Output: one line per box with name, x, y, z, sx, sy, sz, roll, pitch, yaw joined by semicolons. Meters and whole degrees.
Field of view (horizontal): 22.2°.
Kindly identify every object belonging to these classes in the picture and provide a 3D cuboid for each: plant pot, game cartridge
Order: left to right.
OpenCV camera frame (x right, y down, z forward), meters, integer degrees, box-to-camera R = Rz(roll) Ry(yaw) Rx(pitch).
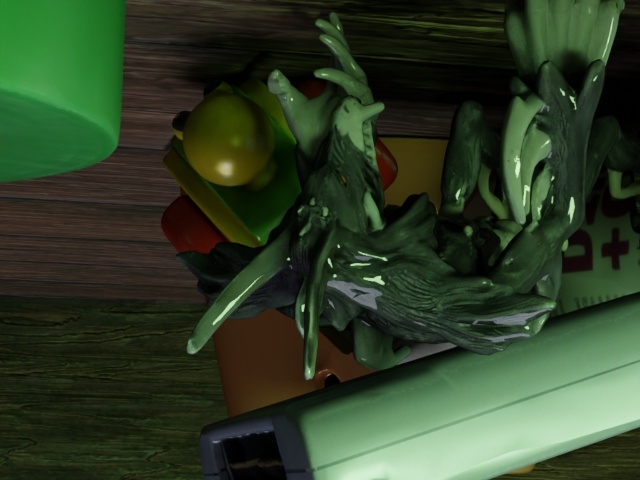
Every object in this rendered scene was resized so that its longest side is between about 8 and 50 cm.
plant pot;0.048;0.052;1.100;0.291;0.203;0.291;1;173;0
game cartridge;0.057;0.076;0.744;0.196;0.060;0.294;-12;174;-14

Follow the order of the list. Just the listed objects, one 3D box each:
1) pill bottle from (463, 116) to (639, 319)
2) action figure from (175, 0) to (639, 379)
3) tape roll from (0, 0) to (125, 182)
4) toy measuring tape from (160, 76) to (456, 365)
pill bottle;0.195;0.011;0.856;0.160;0.160;0.283;5;173;-26
action figure;0.050;-0.030;0.636;0.164;0.141;0.276;0;-170;34
tape roll;-0.228;-0.076;0.553;0.321;0.077;0.321;2;175;0
toy measuring tape;0.000;0.000;0.862;0.121;0.121;0.330;-1;158;22
